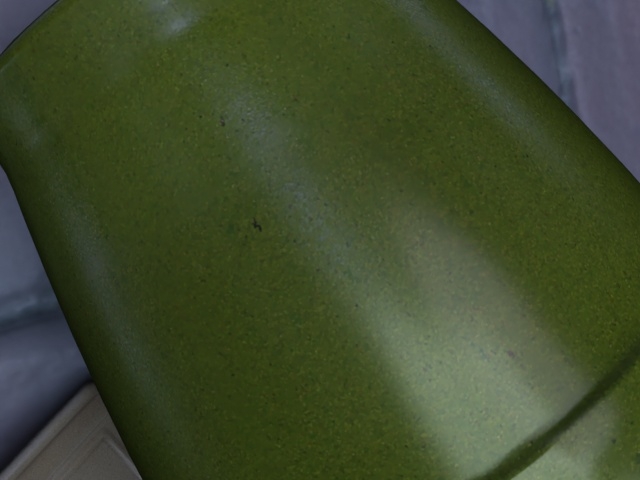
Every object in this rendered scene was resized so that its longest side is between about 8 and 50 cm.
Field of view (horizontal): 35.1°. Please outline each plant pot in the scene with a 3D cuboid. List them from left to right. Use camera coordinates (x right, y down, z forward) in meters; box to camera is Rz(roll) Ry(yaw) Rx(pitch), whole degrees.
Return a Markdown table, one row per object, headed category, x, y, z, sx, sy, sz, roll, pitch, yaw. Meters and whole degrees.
| category | x | y | z | sx | sy | sz | roll | pitch | yaw |
| --- | --- | --- | --- | --- | --- | --- | --- | --- | --- |
| plant pot | 0.000 | 0.000 | 0.583 | 0.366 | 0.366 | 0.353 | -37 | 97 | -8 |

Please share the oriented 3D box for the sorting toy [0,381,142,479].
| category | x | y | z | sx | sy | sz | roll | pitch | yaw |
| --- | --- | --- | --- | --- | --- | --- | --- | --- | --- |
| sorting toy | -0.187 | 0.277 | 0.669 | 0.307 | 0.041 | 0.229 | -49 | 115 | -28 |
